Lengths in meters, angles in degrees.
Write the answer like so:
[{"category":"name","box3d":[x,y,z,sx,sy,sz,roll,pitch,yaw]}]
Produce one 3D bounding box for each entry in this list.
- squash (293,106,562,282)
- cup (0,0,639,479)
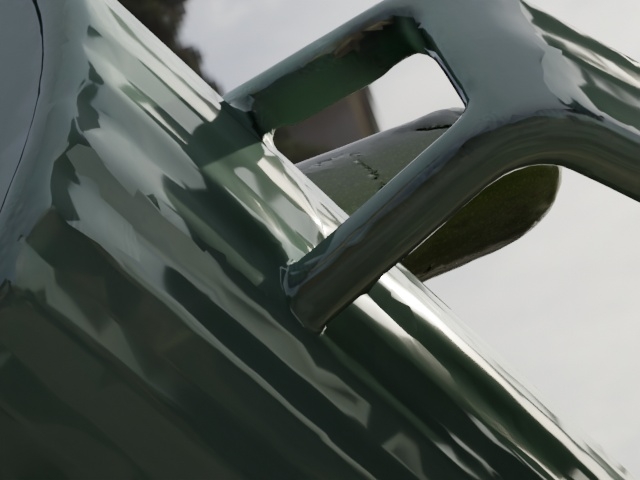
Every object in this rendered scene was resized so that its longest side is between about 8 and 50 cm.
[{"category":"squash","box3d":[0.000,0.001,0.905,0.331,0.087,0.087,-24,-15,-42]},{"category":"cup","box3d":[-0.021,0.102,0.557,0.401,0.310,0.392,-52,-54,-14]}]
